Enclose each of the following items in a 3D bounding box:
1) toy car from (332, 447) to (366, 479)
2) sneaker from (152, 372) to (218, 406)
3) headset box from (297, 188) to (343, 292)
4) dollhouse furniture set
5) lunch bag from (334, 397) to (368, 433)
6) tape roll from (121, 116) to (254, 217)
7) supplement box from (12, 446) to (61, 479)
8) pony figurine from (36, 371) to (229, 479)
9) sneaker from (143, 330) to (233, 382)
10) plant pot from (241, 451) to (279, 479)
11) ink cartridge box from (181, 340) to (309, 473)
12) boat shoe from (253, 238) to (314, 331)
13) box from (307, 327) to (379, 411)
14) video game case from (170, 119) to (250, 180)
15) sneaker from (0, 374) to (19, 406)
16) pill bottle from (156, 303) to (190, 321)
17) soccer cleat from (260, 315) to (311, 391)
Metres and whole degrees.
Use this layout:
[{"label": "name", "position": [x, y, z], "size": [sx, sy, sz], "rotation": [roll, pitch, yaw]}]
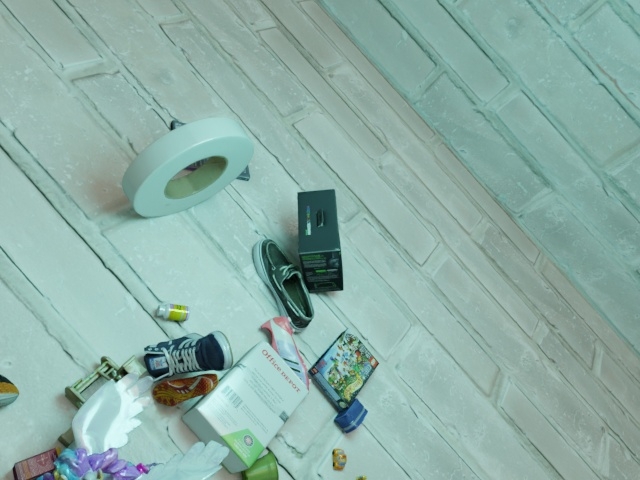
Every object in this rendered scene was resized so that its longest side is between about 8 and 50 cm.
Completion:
[{"label": "toy car", "position": [0.089, 0.645, 1.411], "size": [0.122, 0.040, 0.060], "rotation": [32, 45, -15]}, {"label": "sneaker", "position": [-0.334, 0.371, 1.212], "size": [0.067, 0.175, 0.064], "rotation": [14, 65, -75]}, {"label": "headset box", "position": [0.000, 0.000, 1.618], "size": [0.131, 0.283, 0.246], "rotation": [-5, 55, 3]}, {"label": "dollhouse furniture set", "position": [-0.507, 0.336, 1.081], "size": [0.101, 0.161, 0.182], "rotation": [46, 42, -2]}, {"label": "lunch bag", "position": [0.098, 0.533, 1.480], "size": [0.065, 0.067, 0.098], "rotation": [50, 42, 3]}, {"label": "tape roll", "position": [-0.376, -0.205, 1.412], "size": [0.392, 0.392, 0.072], "rotation": [-24, 78, -45]}, {"label": "supplement box", "position": [-0.582, 0.468, 1.006], "size": [0.083, 0.055, 0.043], "rotation": [-10, 65, -42]}, {"label": "pony figurine", "position": [-0.396, 0.473, 0.923], "size": [0.303, 0.363, 0.351], "rotation": [29, 24, 14]}, {"label": "sneaker", "position": [-0.330, 0.286, 1.187], "size": [0.153, 0.282, 0.099], "rotation": [-12, 90, -37]}, {"label": "plant pot", "position": [-0.157, 0.591, 1.240], "size": [0.079, 0.083, 0.083], "rotation": [-6, 63, -26]}, {"label": "ink cartridge box", "position": [-0.191, 0.433, 1.291], "size": [0.198, 0.115, 0.273], "rotation": [48, 44, 0]}, {"label": "boat shoe", "position": [-0.103, 0.126, 1.576], "size": [0.121, 0.119, 0.335], "rotation": [-14, 70, -43]}, {"label": "box", "position": [0.079, 0.405, 1.558], "size": [0.159, 0.044, 0.233], "rotation": [49, 38, 3]}, {"label": "video game case", "position": [-0.391, -0.318, 1.741], "size": [0.274, 0.026, 0.196], "rotation": [7, 56, -35]}, {"label": "sneaker", "position": [-0.748, 0.331, 0.961], "size": [0.099, 0.121, 0.262], "rotation": [26, 7, 37]}, {"label": "pill bottle", "position": [-0.406, 0.197, 1.344], "size": [0.083, 0.043, 0.043], "rotation": [13, 53, -31]}, {"label": "soccer cleat", "position": [-0.102, 0.348, 1.462], "size": [0.095, 0.083, 0.248], "rotation": [-17, 74, -14]}]
